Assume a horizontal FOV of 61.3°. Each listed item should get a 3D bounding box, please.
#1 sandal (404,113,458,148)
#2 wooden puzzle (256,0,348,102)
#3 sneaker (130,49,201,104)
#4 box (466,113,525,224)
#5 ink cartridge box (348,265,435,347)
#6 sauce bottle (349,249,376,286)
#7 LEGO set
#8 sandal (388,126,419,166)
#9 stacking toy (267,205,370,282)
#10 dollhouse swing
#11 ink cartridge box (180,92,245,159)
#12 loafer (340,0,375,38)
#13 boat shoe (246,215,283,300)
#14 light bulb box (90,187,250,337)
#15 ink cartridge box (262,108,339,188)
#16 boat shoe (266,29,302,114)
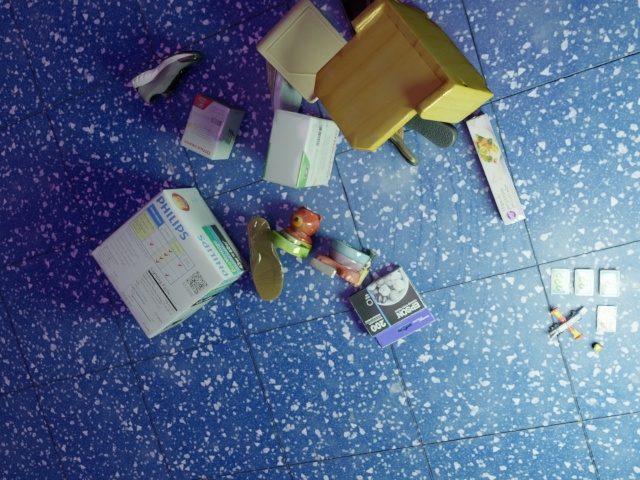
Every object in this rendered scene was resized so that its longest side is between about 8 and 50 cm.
[{"bbox_3d":[0.295,-0.360,1.573,0.254,0.054,0.097,46,138,14],"label":"sandal"},{"bbox_3d":[-0.040,-0.569,1.628,0.238,0.044,0.221,43,83,-10],"label":"wooden puzzle"},{"bbox_3d":[-0.500,-0.549,1.799,0.271,0.100,0.108,-23,106,22],"label":"sneaker"},{"bbox_3d":[0.508,-0.207,1.570,0.063,0.067,0.324,-21,94,19],"label":"box"},{"bbox_3d":[0.227,0.220,1.730,0.206,0.045,0.208,-33,90,18],"label":"ink cartridge box"},{"bbox_3d":[0.137,0.089,1.737,0.042,0.042,0.128,31,105,9],"label":"sauce bottle"},{"bbox_3d":[0.764,0.206,1.568,0.182,0.060,0.245,1,99,20],"label":"LEGO set"},{"bbox_3d":[0.231,-0.320,1.622,0.060,0.090,0.219,-40,86,8],"label":"sandal"},{"bbox_3d":[0.000,0.000,1.640,0.308,0.279,0.131,29,95,16],"label":"stacking toy"},{"bbox_3d":[0.217,-0.431,1.510,0.305,0.315,0.347,-47,65,35],"label":"dollhouse swing"},{"bbox_3d":[-0.350,-0.366,1.758,0.128,0.127,0.176,27,105,10],"label":"ink cartridge box"},{"bbox_3d":[0.107,-0.707,1.589,0.108,0.095,0.303,-13,95,17],"label":"loafer"},{"bbox_3d":[-0.186,0.059,1.811,0.104,0.089,0.286,-8,100,-9],"label":"boat shoe"},{"bbox_3d":[-0.497,0.068,1.819,0.361,0.225,0.358,-36,87,17],"label":"light bulb box"},{"bbox_3d":[-0.051,-0.271,1.611,0.116,0.278,0.202,16,103,16],"label":"ink cartridge box"},{"bbox_3d":[-0.120,-0.516,1.696,0.094,0.109,0.303,7,96,38],"label":"boat shoe"}]
